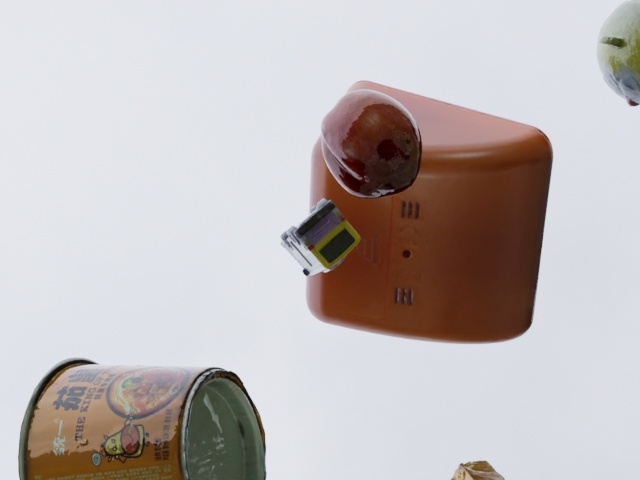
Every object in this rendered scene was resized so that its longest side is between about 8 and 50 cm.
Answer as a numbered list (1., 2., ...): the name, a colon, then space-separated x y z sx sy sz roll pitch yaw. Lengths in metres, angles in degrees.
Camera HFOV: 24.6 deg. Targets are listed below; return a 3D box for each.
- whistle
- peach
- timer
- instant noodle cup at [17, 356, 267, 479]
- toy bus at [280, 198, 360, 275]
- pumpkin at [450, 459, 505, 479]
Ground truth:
1. whistle: 0.383 -0.194 1.588 0.223 0.123 0.123 6 -74 -35
2. peach: 0.052 -0.092 1.421 0.101 0.101 0.100 -20 -58 -35
3. timer: 0.120 -0.018 1.611 0.161 0.250 0.257 -56 -27 -58
4. instant noodle cup: -0.164 0.213 1.429 0.216 0.172 0.215 32 -126 -59
5. toy bus: 0.000 0.000 1.375 0.052 0.102 0.058 -41 -89 -11
6. pumpkin: 0.165 0.272 1.490 0.054 0.083 0.074 10 -72 -20
